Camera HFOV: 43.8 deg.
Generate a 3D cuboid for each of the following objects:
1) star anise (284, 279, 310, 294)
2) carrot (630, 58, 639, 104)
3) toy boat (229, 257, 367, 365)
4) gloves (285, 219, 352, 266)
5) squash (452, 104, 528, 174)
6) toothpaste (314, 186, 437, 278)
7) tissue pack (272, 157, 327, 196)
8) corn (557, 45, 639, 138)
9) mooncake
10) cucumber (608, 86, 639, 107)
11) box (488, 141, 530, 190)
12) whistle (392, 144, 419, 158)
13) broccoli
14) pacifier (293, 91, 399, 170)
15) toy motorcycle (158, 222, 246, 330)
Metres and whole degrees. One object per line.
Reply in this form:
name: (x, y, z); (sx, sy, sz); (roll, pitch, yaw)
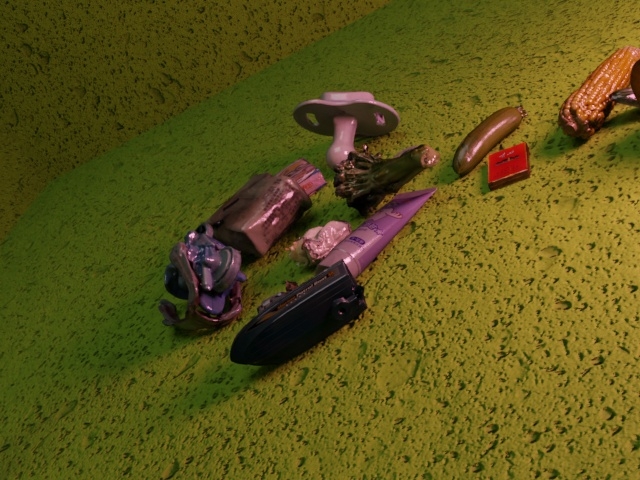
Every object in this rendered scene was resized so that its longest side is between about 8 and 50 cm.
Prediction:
star anise: (-0.047, 0.117, 1.692); (0.124, 0.056, 0.129); (-34, 40, -11)
carrot: (0.742, -0.333, 1.493); (0.254, 0.196, 0.196); (-37, 25, -12)
toy boat: (-0.051, 0.154, 1.566); (0.296, 0.114, 0.122); (-31, 31, -1)
gloves: (0.002, 0.003, 1.841); (0.153, 0.070, 0.114); (-40, 17, -33)
squash: (0.390, -0.243, 1.863); (0.258, 0.069, 0.069); (-42, 27, -22)
toothpaste: (0.122, -0.015, 1.756); (0.125, 0.079, 0.371); (-9, 24, 46)
tissue pack: (-0.061, -0.170, 2.239); (0.116, 0.065, 0.155); (-34, 24, -5)
corn: (0.609, -0.322, 1.731); (0.097, 0.097, 0.320); (1, 38, 50)
mooncake: (-0.157, -0.062, 2.063); (0.254, 0.136, 0.250); (-47, 27, -20)
cucumber: (0.654, -0.300, 1.647); (0.108, 0.035, 0.067); (4, 31, -3)
box: (0.411, -0.163, 1.743); (0.090, 0.023, 0.133); (-17, 28, 23)
whistle: (0.180, -0.189, 2.010); (0.198, 0.057, 0.104); (-13, 30, 32)
broccoli: (0.160, -0.163, 1.833); (0.165, 0.145, 0.304); (-45, 16, -30)
pacifier: (0.068, -0.294, 2.224); (0.300, 0.244, 0.233); (3, 68, 16)
toy motorcycle: (-0.305, 0.087, 1.896); (0.241, 0.182, 0.319); (-36, 27, -10)
